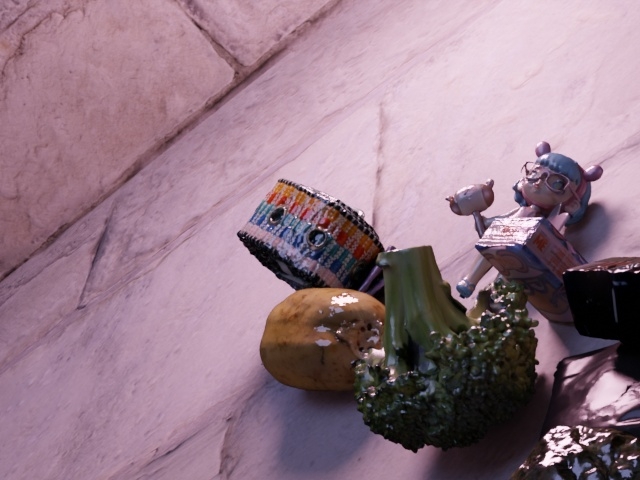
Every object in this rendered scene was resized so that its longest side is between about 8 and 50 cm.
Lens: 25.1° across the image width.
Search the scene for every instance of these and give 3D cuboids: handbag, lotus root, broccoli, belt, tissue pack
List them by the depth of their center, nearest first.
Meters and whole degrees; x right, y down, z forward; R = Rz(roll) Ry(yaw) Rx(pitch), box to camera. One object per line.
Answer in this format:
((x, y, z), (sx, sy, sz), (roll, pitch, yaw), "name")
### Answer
((0.342, 0.177, 1.600), (0.247, 0.080, 0.223), (-27, 28, 38), "handbag")
((0.158, 0.144, 1.819), (0.288, 0.235, 0.259), (-14, 62, 47), "broccoli")
((0.290, 0.037, 1.846), (0.065, 0.155, 0.115), (-52, 21, -18), "tissue pack")
((0.000, 0.149, 2.182), (0.160, 0.146, 0.284), (-52, 21, -23), "lotus root")
((0.000, 0.000, 2.371), (0.160, 0.207, 0.295), (-51, 24, -10), "belt")

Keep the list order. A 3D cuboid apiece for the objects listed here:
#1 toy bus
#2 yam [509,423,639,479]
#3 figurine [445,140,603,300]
((0.400, 0.062, 1.479), (0.092, 0.093, 0.409), (-15, 7, -26), "toy bus")
((0.228, 0.329, 1.376), (0.300, 0.195, 0.195), (-51, 22, -11), "yam")
((0.273, -0.021, 2.035), (0.205, 0.103, 0.260), (25, 74, 41), "figurine")
